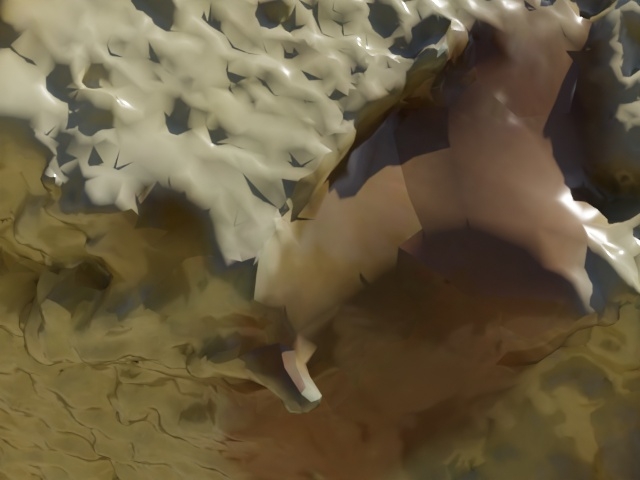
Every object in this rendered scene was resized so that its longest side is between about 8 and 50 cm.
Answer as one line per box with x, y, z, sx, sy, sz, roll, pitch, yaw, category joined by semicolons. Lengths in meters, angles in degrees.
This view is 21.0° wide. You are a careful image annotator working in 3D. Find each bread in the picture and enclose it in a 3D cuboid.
0.003;-0.005;0.470;0.184;0.211;0.224;31;53;0;bread
